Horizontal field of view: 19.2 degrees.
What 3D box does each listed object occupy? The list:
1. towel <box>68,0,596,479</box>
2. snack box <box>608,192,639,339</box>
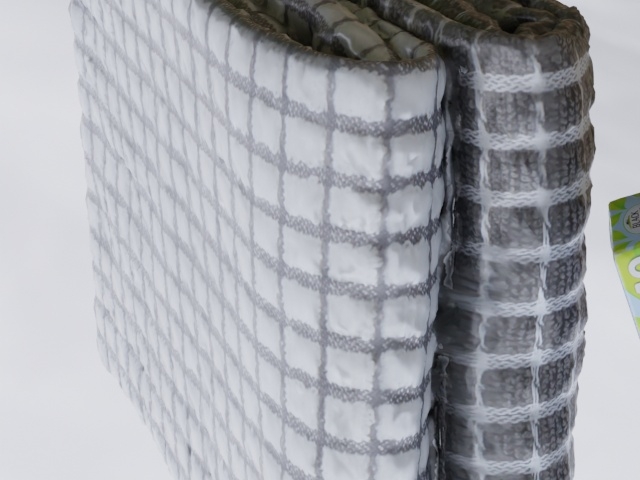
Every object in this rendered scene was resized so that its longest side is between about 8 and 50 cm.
[{"bbox_3d":[0.000,0.000,0.695,0.121,0.235,0.283,-10,-155,-19],"label":"towel"},{"bbox_3d":[0.154,0.041,0.574,0.100,0.141,0.037,-15,-152,14],"label":"snack box"}]
